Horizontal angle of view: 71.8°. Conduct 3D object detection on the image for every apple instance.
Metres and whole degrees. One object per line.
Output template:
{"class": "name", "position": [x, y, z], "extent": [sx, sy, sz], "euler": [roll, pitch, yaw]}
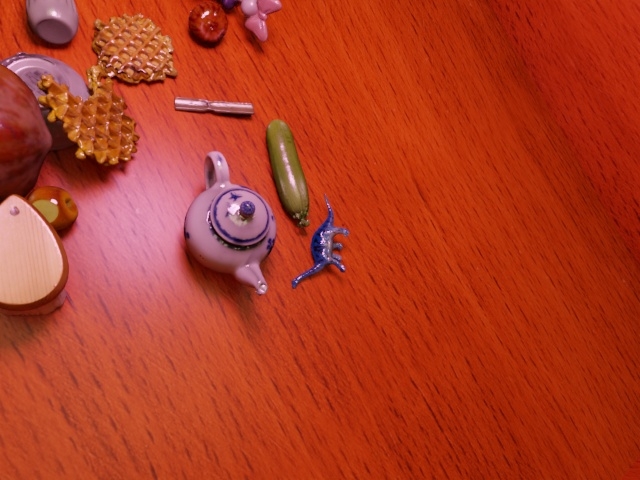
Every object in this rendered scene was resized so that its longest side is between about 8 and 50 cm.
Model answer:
{"class": "apple", "position": [-0.665, -0.080, 1.102], "extent": [0.102, 0.099, 0.114], "euler": [-9, 101, -10]}

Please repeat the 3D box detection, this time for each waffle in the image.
{"class": "waffle", "position": [-0.590, -0.317, 1.156], "extent": [0.293, 0.069, 0.259], "euler": [-72, 141, -64]}
{"class": "waffle", "position": [-0.567, -0.587, 1.356], "extent": [0.243, 0.059, 0.237], "euler": [-19, 79, -32]}

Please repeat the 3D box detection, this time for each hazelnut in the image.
{"class": "hazelnut", "position": [-0.807, -0.234, 0.961], "extent": [0.366, 0.366, 0.365], "euler": [8, 70, -23]}

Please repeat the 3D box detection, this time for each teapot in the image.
{"class": "teapot", "position": [-0.234, -0.043, 1.198], "extent": [0.252, 0.280, 0.424], "euler": [-14, 79, -30]}

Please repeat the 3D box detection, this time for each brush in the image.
{"class": "brush", "position": [-0.339, -0.424, 1.420], "extent": [0.248, 0.036, 0.043], "euler": [-2, 70, -19]}
{"class": "brush", "position": [-0.680, 0.037, 1.019], "extent": [0.174, 0.166, 0.266], "euler": [-5, 80, -27]}

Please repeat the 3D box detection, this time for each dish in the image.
{"class": "dish", "position": [-0.743, -0.386, 1.161], "extent": [0.303, 0.120, 0.303], "euler": [8, 70, -24]}

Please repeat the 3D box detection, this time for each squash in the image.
{"class": "squash", "position": [-0.104, -0.220, 1.425], "extent": [0.101, 0.101, 0.378], "euler": [-10, 80, -28]}

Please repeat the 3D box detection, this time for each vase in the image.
{"class": "vase", "position": [-0.763, -0.681, 1.252], "extent": [0.128, 0.128, 0.248], "euler": [-7, 67, -27]}

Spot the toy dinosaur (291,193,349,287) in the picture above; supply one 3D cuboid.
{"class": "toy dinosaur", "position": [0.024, 0.021, 1.422], "extent": [0.144, 0.076, 0.329], "euler": [23, 75, -10]}

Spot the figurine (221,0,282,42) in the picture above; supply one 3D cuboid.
{"class": "figurine", "position": [-0.315, -0.851, 1.473], "extent": [0.421, 0.154, 0.193], "euler": [32, 38, -5]}

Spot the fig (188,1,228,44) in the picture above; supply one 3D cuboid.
{"class": "fig", "position": [-0.381, -0.711, 1.455], "extent": [0.128, 0.150, 0.128], "euler": [-5, 97, -55]}
